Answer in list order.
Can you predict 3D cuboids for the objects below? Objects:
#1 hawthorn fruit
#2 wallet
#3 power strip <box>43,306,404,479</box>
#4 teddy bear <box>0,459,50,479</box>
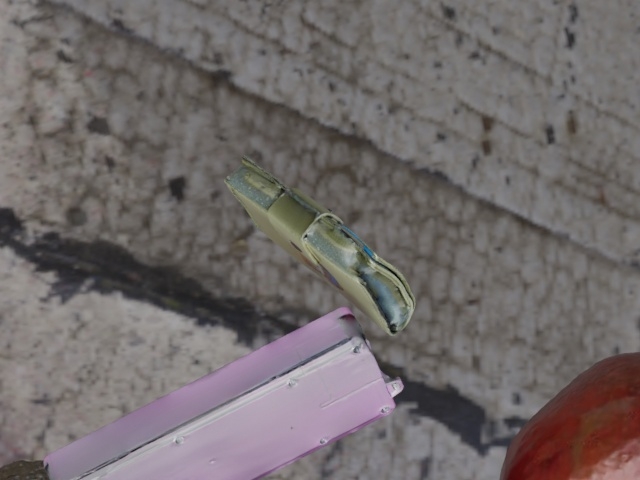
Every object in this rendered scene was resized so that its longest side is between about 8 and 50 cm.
[{"bbox_3d":[0.216,0.192,0.983,0.251,0.189,0.189,-33,113,9],"label":"hawthorn fruit"},{"bbox_3d":[0.000,0.000,1.054,0.039,0.155,0.110,-48,149,-8],"label":"wallet"},{"bbox_3d":[-0.074,0.147,1.045,0.279,0.037,0.109,-27,137,-2],"label":"power strip"},{"bbox_3d":[-0.308,0.308,1.416,0.177,0.190,0.140,-26,122,5],"label":"teddy bear"}]
